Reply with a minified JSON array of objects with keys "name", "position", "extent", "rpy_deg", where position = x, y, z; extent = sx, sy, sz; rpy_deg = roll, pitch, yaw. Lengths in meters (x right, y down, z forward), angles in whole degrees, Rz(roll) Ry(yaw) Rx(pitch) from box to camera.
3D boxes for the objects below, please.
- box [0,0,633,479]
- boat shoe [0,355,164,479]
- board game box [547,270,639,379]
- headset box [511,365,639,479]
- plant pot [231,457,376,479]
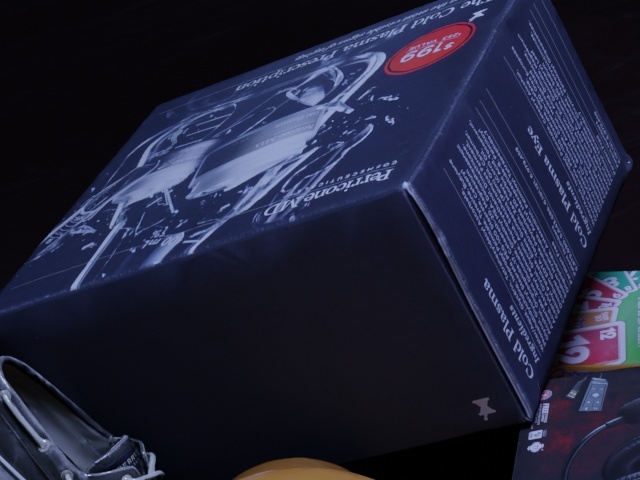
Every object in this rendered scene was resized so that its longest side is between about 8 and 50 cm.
[{"name":"box","position":[0.000,0.000,1.275],"extent":[0.343,0.179,0.312],"rpy_deg":[-18,24,30]},{"name":"boat shoe","position":[-0.139,0.162,1.190],"extent":[0.070,0.219,0.078],"rpy_deg":[-50,3,21]},{"name":"board game box","position":[0.270,0.064,1.306],"extent":[0.259,0.039,0.124],"rpy_deg":[0,32,27]},{"name":"headset box","position":[0.259,0.159,1.044],"extent":[0.293,0.110,0.218],"rpy_deg":[-9,27,18]},{"name":"plant pot","position":[-0.012,0.211,1.049],"extent":[0.205,0.205,0.188],"rpy_deg":[-18,12,1]}]
